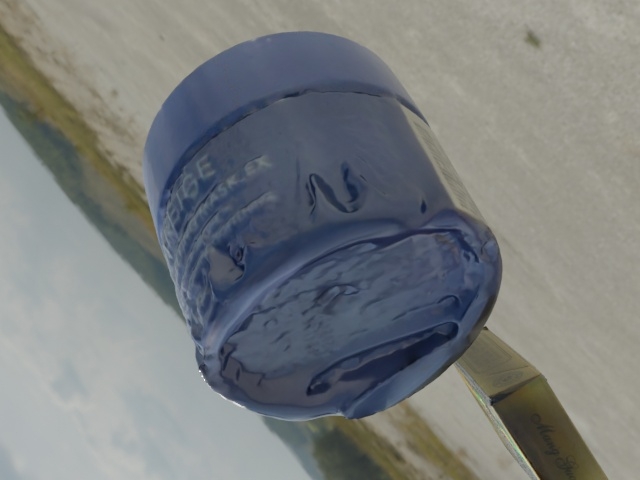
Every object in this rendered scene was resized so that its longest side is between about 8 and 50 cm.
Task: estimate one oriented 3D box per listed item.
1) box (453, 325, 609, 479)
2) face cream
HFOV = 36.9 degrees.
[{"bbox_3d":[0.229,0.197,1.097,0.159,0.071,0.240,59,180,-7],"label":"box"},{"bbox_3d":[-0.003,-0.008,0.777,0.249,0.249,0.225,59,-177,-47],"label":"face cream"}]
